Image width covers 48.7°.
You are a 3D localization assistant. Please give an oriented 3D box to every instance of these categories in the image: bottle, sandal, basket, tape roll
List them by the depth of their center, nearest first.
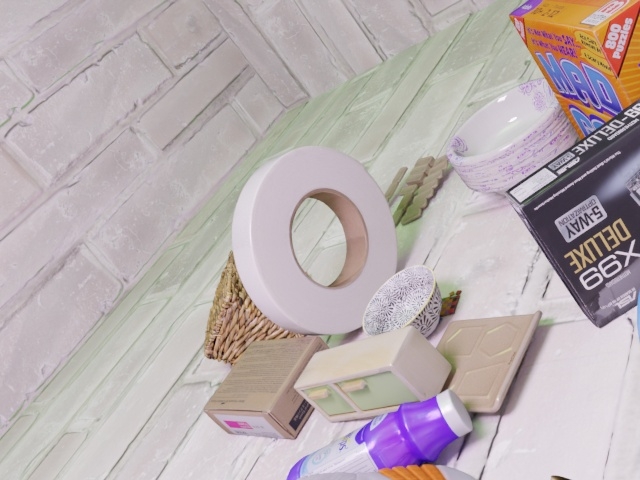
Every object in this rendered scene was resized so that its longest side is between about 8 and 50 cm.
[{"bbox_3d":[0.086,0.354,0.939,0.265,0.076,0.102,-3,7,5],"label":"sandal"},{"bbox_3d":[0.086,0.313,1.041,0.283,0.092,0.118,-33,-5,16],"label":"bottle"},{"bbox_3d":[0.000,0.000,1.449,0.072,0.392,0.392,-12,33,51],"label":"tape roll"},{"bbox_3d":[-0.153,0.192,1.728,0.299,0.223,0.213,-105,35,-68],"label":"basket"}]

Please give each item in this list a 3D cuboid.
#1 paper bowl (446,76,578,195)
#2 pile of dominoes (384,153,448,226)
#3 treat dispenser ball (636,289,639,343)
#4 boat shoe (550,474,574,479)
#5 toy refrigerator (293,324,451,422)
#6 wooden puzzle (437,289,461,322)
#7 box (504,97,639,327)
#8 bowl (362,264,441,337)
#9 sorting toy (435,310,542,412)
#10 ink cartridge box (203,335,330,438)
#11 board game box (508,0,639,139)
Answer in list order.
[{"bbox_3d":[0.423,-0.206,1.509,0.284,0.148,0.284,-33,22,15],"label":"paper bowl"},{"bbox_3d":[0.239,-0.115,1.827,0.196,0.040,0.251,-8,44,53],"label":"pile of dominoes"},{"bbox_3d":[0.452,0.077,0.656,0.288,0.288,0.288,-33,21,15],"label":"treat dispenser ball"},{"bbox_3d":[0.298,0.306,0.770,0.152,0.056,0.049,-154,81,-73],"label":"boat shoe"},{"bbox_3d":[0.078,0.232,1.182,0.269,0.102,0.094,-26,23,51],"label":"toy refrigerator"},{"bbox_3d":[0.236,0.124,1.331,0.049,0.006,0.083,-22,26,39],"label":"wooden puzzle"},{"bbox_3d":[0.455,-0.056,1.002,0.307,0.242,0.076,-35,20,8],"label":"box"},{"bbox_3d":[0.167,0.135,1.309,0.170,0.080,0.170,-37,23,19],"label":"bowl"},{"bbox_3d":[0.244,0.199,1.126,0.208,0.038,0.193,-20,27,52],"label":"sorting toy"},{"bbox_3d":[-0.099,0.294,1.423,0.235,0.088,0.193,-13,34,49],"label":"ink cartridge box"},{"bbox_3d":[0.597,-0.316,1.148,0.357,0.356,0.356,-36,20,9],"label":"board game box"}]
